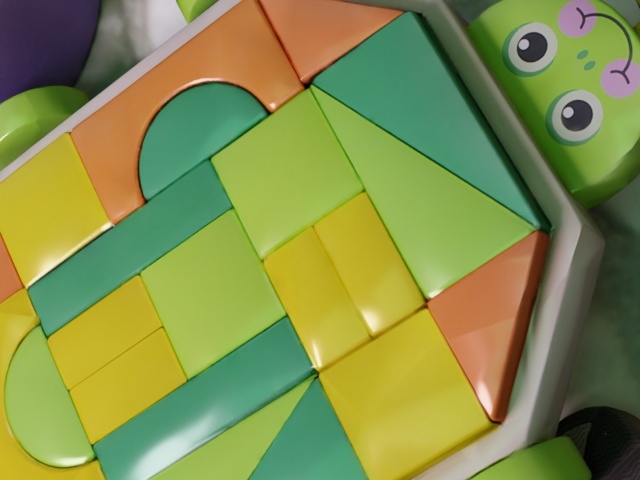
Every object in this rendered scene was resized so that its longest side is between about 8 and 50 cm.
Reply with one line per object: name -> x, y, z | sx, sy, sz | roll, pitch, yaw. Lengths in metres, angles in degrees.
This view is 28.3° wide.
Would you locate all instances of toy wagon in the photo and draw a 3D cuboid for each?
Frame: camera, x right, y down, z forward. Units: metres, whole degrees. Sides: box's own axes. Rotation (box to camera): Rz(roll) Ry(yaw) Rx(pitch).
toy wagon -> 0.000, 0.000, 0.503 | 0.344, 0.068, 0.267 | -34, 68, 17

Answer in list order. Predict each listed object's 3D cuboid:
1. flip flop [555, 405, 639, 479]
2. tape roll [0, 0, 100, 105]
flip flop -> 0.146, 0.189, 0.450 | 0.112, 0.080, 0.277 | -49, 54, 31
tape roll -> -0.205, -0.126, 0.600 | 0.189, 0.080, 0.189 | 0, 89, 20
